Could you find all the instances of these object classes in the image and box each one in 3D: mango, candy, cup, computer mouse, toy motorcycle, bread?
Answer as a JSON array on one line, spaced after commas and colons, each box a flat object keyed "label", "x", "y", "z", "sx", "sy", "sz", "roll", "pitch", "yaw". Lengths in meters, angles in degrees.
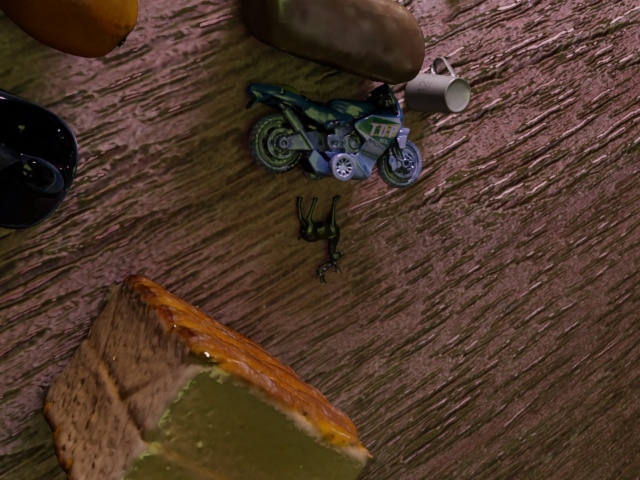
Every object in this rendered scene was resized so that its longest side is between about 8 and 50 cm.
[{"label": "mango", "x": -0.262, "y": -0.296, "z": 0.668, "sx": 0.138, "sy": 0.113, "sz": 0.253, "roll": -20, "pitch": 108, "yaw": -13}, {"label": "candy", "x": 0.019, "y": -0.262, "z": 0.865, "sx": 0.234, "sy": 0.104, "sz": 0.102, "roll": 7, "pitch": 105, "yaw": -34}, {"label": "cup", "x": 0.169, "y": -0.212, "z": 0.987, "sx": 0.054, "sy": 0.083, "sz": 0.075, "roll": 42, "pitch": 78, "yaw": -33}, {"label": "computer mouse", "x": -0.345, "y": -0.099, "z": 0.683, "sx": 0.233, "sy": 0.096, "sz": 0.137, "roll": 25, "pitch": 89, "yaw": -34}, {"label": "toy motorcycle", "x": 0.025, "y": -0.143, "z": 0.914, "sx": 0.254, "sy": 0.092, "sz": 0.136, "roll": 4, "pitch": 93, "yaw": -24}, {"label": "bread", "x": -0.133, "y": 0.207, "z": 0.798, "sx": 0.279, "sy": 0.279, "sz": 0.207, "roll": 40, "pitch": 82, "yaw": -35}]

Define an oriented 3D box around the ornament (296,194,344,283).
[{"label": "ornament", "x": 0.000, "y": 0.000, "z": 0.976, "sx": 0.073, "sy": 0.028, "sz": 0.125, "roll": -7, "pitch": 106, "yaw": -32}]
